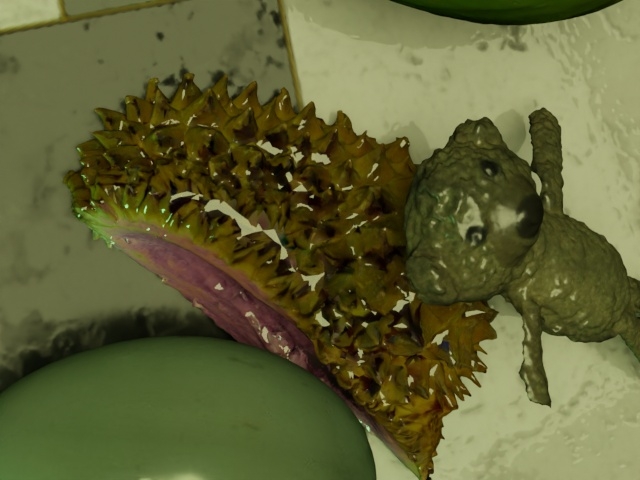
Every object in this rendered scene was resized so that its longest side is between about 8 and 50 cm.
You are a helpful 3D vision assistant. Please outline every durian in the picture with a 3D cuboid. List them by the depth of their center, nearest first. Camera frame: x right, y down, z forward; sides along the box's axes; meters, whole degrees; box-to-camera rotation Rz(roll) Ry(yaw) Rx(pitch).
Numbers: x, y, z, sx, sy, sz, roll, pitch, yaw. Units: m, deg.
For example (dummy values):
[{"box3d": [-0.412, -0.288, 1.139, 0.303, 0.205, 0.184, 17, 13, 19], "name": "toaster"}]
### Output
[{"box3d": [-0.001, -0.001, 1.251, 0.341, 0.112, 0.191, 39, 88, -8], "name": "durian"}]

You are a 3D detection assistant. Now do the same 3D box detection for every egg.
[{"box3d": [-0.104, 0.163, 1.198, 0.282, 0.203, 0.203, -3, 93, -10], "name": "egg"}]

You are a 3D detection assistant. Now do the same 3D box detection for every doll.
[{"box3d": [0.166, 0.033, 1.233, 0.203, 0.091, 0.286, -49, 117, -31], "name": "doll"}]

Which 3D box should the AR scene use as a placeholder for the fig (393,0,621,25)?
[{"box3d": [0.092, -0.277, 1.175, 0.316, 0.316, 0.316, 0, 93, -8], "name": "fig"}]
